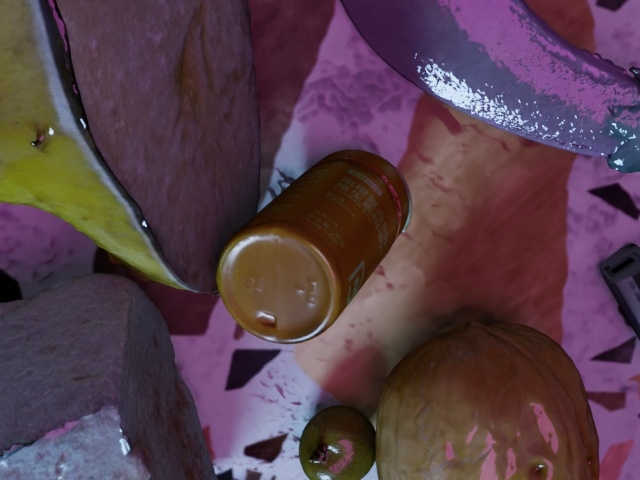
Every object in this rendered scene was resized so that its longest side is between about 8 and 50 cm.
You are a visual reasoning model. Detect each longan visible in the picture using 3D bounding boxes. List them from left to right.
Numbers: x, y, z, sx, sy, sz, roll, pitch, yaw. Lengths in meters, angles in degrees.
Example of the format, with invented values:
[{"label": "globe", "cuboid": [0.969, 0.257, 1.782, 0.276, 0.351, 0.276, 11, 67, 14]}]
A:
[{"label": "longan", "cuboid": [0.013, 0.182, 1.015, 0.075, 0.083, 0.075, 0, 90, 27]}]

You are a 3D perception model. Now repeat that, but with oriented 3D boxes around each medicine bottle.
[{"label": "medicine bottle", "cuboid": [0.000, 0.000, 0.884, 0.096, 0.192, 0.096, 7, 112, 18]}]

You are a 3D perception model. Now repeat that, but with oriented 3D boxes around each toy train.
[{"label": "toy train", "cuboid": [0.341, 0.116, 1.086, 0.048, 0.055, 0.252, -35, 111, -1]}]

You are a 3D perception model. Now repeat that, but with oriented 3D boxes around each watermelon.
[{"label": "watermelon", "cuboid": [-0.198, 0.140, 0.865, 0.387, 0.228, 0.258, 29, 107, -25]}]

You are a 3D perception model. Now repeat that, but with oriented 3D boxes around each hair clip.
[{"label": "hair clip", "cuboid": [0.147, -0.160, 0.948, 0.359, 0.110, 0.095, 28, 58, -16]}]

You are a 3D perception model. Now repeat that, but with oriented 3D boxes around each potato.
[{"label": "potato", "cuboid": [-0.231, -0.141, 0.811, 0.296, 0.289, 0.397, 0, 151, 16]}]

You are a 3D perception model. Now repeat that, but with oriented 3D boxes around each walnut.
[{"label": "walnut", "cuboid": [0.141, 0.176, 0.992, 0.195, 0.195, 0.221, -11, 101, -10]}]
